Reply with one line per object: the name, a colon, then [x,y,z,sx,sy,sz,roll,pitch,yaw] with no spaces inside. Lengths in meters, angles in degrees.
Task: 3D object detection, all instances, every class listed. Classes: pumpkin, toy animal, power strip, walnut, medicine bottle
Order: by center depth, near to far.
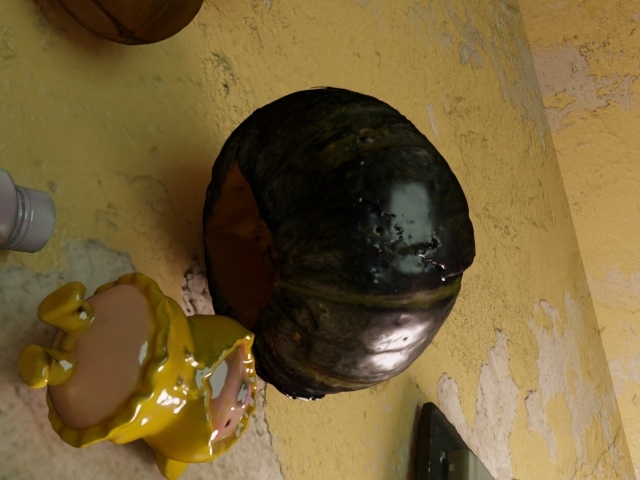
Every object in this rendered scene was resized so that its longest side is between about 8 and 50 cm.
medicine bottle: [-0.263,-0.024,0.518,0.118,0.074,0.055,15,63,-53]
toy animal: [-0.147,0.112,0.586,0.230,0.156,0.156,47,40,-51]
walnut: [-0.184,-0.293,0.672,0.167,0.167,0.207,12,75,-54]
pumpkin: [0.000,0.000,0.701,0.192,0.320,0.321,-3,77,-31]
power strip: [0.225,0.409,1.041,0.251,0.092,0.257,46,37,-30]
